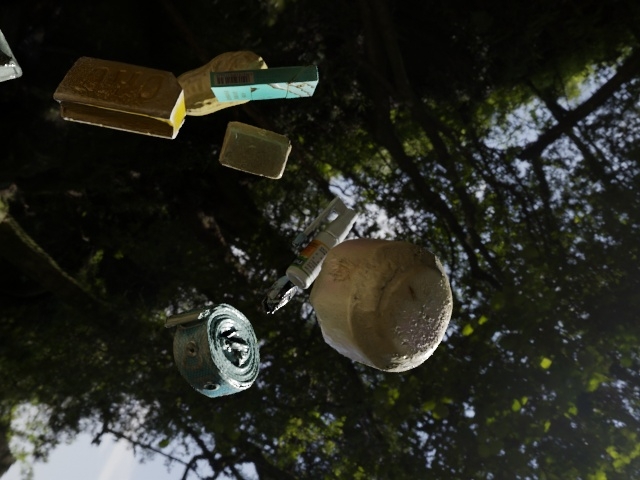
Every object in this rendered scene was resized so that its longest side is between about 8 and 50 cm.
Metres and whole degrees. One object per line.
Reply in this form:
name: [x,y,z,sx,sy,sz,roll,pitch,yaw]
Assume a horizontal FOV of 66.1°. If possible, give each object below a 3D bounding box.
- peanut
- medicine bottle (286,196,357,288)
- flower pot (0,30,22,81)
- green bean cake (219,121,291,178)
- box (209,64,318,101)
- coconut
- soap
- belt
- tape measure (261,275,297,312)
peanut: [-0.278,-0.426,1.345,0.318,0.147,0.147,-11,-138,28]
medicine bottle: [0.000,0.000,1.111,0.221,0.092,0.061,-50,-161,-27]
flower pot: [-0.862,-0.423,1.188,0.229,0.108,0.103,-29,-172,-13]
green bean cake: [-0.177,-0.246,1.341,0.085,0.179,0.109,-96,-158,-58]
box: [-0.126,-0.352,1.115,0.162,0.229,0.041,-139,-137,-81]
coconut: [0.088,0.099,0.806,0.234,0.224,0.224,10,-111,53]
soap: [-0.390,-0.290,0.996,0.073,0.232,0.140,100,1,-57]
belt: [-0.159,0.172,0.783,0.082,0.148,0.163,-17,176,16]
tape measure: [-0.100,0.135,1.255,0.094,0.054,0.091,-56,165,27]
